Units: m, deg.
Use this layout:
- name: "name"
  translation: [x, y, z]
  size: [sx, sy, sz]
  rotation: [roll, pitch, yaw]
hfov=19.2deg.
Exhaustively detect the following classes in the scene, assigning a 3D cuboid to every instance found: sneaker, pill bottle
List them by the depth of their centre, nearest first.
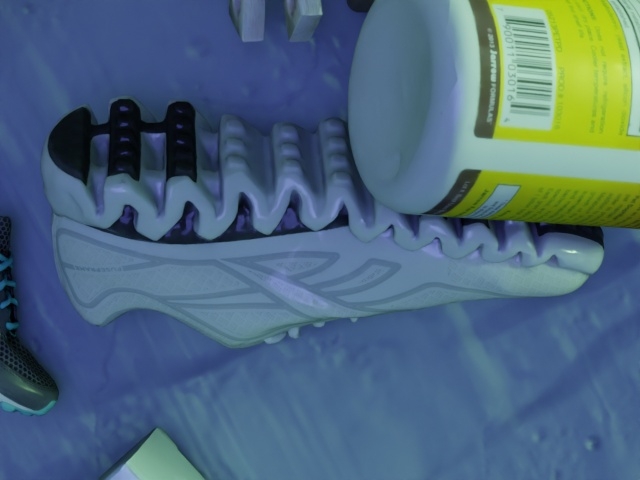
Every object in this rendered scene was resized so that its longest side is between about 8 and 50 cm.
- name: "pill bottle"
  translation: [0.130, -0.065, 0.921]
  size: [0.215, 0.117, 0.117]
  rotation: [4, 98, -24]
- name: "sneaker"
  translation: [0.000, 0.000, 0.990]
  size: [0.292, 0.110, 0.118]
  rotation: [6, 123, -1]
- name: "sneaker"
  translation: [-0.191, 0.021, 1.024]
  size: [0.076, 0.065, 0.166]
  rotation: [-40, 93, 5]

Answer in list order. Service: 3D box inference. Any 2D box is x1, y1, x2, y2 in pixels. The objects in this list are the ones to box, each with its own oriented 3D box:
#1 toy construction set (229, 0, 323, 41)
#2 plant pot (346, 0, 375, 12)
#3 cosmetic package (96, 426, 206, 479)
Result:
- name: "toy construction set"
  translation: [-0.138, -0.200, 0.914]
  size: [0.327, 0.215, 0.151]
  rotation: [4, 143, -26]
- name: "plant pot"
  translation: [0.064, -0.169, 0.956]
  size: [0.109, 0.096, 0.109]
  rotation: [2, 98, 6]
- name: "cosmetic package"
  translation: [-0.136, 0.334, 1.037]
  size: [0.377, 0.097, 0.284]
  rotation: [-43, 89, 9]
